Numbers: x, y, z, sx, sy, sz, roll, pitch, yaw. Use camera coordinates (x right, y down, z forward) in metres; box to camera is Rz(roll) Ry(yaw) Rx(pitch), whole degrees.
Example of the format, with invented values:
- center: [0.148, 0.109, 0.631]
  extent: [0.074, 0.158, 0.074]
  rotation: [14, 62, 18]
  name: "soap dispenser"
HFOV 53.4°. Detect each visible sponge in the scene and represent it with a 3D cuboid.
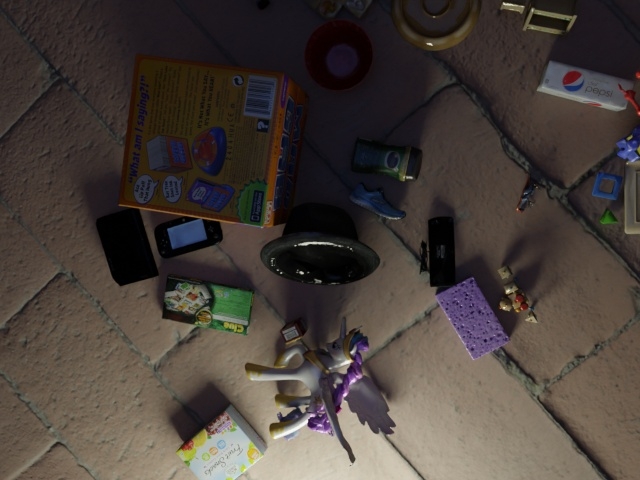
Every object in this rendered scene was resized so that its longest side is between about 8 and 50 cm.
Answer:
- center: [0.417, 0.212, 1.748]
  extent: [0.117, 0.031, 0.210]
  rotation: [-31, 91, 10]
  name: "sponge"

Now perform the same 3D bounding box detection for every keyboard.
- center: [0.315, 0.031, 1.740]
  extent: [0.100, 0.038, 0.192]
  rotation: [0, 87, -5]
  name: "keyboard"

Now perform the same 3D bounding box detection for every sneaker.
- center: [0.162, -0.107, 1.732]
  extent: [0.162, 0.063, 0.073]
  rotation: [26, 96, 4]
  name: "sneaker"

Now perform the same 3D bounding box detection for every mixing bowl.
- center: [0.054, -0.481, 1.684]
  extent: [0.181, 0.098, 0.181]
  rotation: [1, 97, 9]
  name: "mixing bowl"

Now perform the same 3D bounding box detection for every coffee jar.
- center: [0.178, -0.216, 1.707]
  extent: [0.184, 0.079, 0.096]
  rotation: [12, 95, 8]
  name: "coffee jar"

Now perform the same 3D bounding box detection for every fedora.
- center: [0.000, 0.000, 1.678]
  extent: [0.334, 0.334, 0.152]
  rotation: [-4, 65, 9]
  name: "fedora"

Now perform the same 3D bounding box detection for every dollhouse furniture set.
- center: [0.556, -0.621, 1.616]
  extent: [0.182, 0.101, 0.161]
  rotation: [14, 74, 7]
  name: "dollhouse furniture set"

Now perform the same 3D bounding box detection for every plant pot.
- center: [0.302, -0.621, 1.665]
  extent: [0.236, 0.032, 0.236]
  rotation: [1, 96, 7]
  name: "plant pot"

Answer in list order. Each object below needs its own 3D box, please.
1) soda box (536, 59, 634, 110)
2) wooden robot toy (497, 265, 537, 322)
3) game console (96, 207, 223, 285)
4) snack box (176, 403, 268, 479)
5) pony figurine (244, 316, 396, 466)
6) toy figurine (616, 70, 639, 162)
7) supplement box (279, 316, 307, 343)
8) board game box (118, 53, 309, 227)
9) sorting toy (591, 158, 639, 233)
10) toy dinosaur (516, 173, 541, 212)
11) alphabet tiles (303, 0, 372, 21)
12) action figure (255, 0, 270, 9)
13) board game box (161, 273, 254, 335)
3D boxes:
- center: [0.671, -0.393, 1.620]
  extent: [0.216, 0.069, 0.074]
  rotation: [16, 98, 5]
  name: "soda box"
- center: [0.511, 0.159, 1.712]
  extent: [0.079, 0.076, 0.173]
  rotation: [-29, 92, 21]
  name: "wooden robot toy"
- center: [-0.460, -0.011, 1.842]
  extent: [0.361, 0.044, 0.213]
  rotation: [-16, 94, 9]
  name: "game console"
- center: [-0.289, 0.617, 1.879]
  extent: [0.207, 0.070, 0.174]
  rotation: [-40, 90, 12]
  name: "snack box"
- center: [0.011, 0.419, 1.735]
  extent: [0.363, 0.303, 0.351]
  rotation: [-25, 84, 25]
  name: "pony figurine"
- center: [0.818, -0.304, 1.584]
  extent: [0.362, 0.217, 0.191]
  rotation: [-32, 73, -32]
  name: "toy figurine"
- center: [-0.075, 0.254, 1.797]
  extent: [0.055, 0.083, 0.043]
  rotation: [-26, 92, 10]
  name: "supplement box"
- center: [-0.252, -0.240, 1.618]
  extent: [0.356, 0.356, 0.356]
  rotation: [9, 95, 7]
  name: "board game box"
- center: [0.876, -0.117, 1.637]
  extent: [0.348, 0.047, 0.196]
  rotation: [-2, 101, 9]
  name: "sorting toy"
- center: [0.548, -0.117, 1.697]
  extent: [0.082, 0.047, 0.090]
  rotation: [-41, 57, 19]
  name: "toy dinosaur"
- center: [0.027, -0.756, 1.661]
  extent: [0.342, 0.011, 0.285]
  rotation: [42, 113, 6]
  name: "alphabet tiles"
- center: [-0.219, -0.760, 1.693]
  extent: [0.185, 0.099, 0.285]
  rotation: [-42, 86, 16]
  name: "action figure"
- center: [-0.328, 0.187, 1.855]
  extent: [0.260, 0.030, 0.136]
  rotation: [11, 96, 7]
  name: "board game box"
